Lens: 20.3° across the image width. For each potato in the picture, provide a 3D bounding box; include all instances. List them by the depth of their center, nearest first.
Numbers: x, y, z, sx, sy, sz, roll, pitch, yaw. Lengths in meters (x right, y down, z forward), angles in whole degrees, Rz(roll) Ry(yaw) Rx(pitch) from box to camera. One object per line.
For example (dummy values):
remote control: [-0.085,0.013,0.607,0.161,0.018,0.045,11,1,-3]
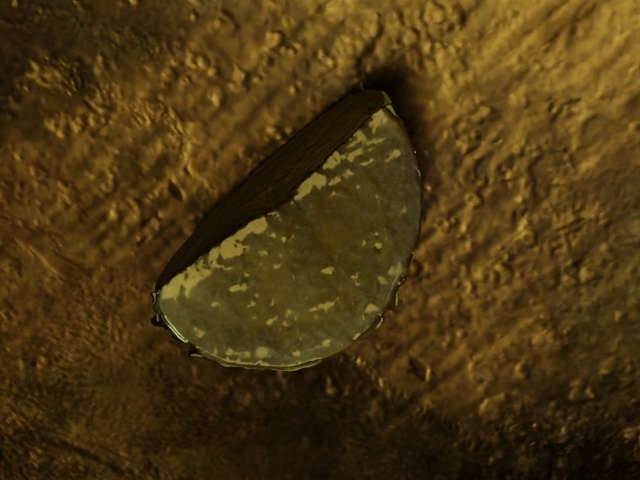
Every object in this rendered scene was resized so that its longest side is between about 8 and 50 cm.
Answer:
potato: [0.000,0.000,1.317,0.243,0.098,0.138,-38,109,17]
